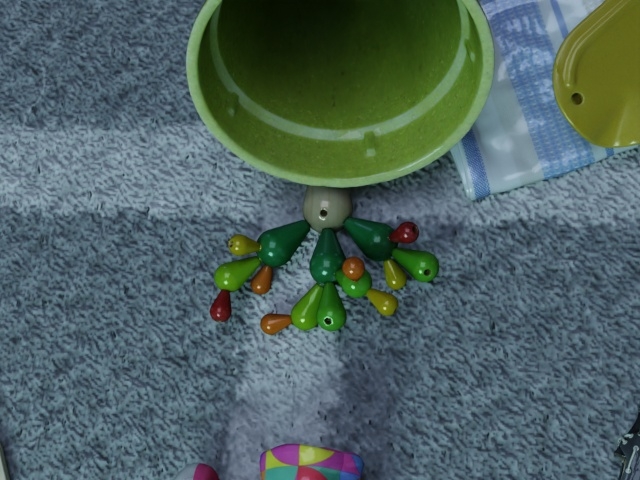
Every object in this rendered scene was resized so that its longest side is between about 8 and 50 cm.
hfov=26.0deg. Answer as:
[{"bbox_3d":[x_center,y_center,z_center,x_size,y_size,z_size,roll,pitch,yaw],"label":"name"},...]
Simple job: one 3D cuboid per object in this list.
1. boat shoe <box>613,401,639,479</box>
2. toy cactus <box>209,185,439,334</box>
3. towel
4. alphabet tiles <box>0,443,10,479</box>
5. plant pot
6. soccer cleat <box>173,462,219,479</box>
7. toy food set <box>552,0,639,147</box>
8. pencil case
[{"bbox_3d":[0.277,0.192,1.221,0.038,0.046,0.125,8,81,10],"label":"boat shoe"},{"bbox_3d":[0.000,0.000,1.331,0.218,0.112,0.181,-10,59,18],"label":"toy cactus"},{"bbox_3d":[0.243,-0.172,1.366,0.285,0.034,0.209,-18,68,6],"label":"towel"},{"bbox_3d":[-0.450,0.241,1.380,0.284,0.021,0.278,-22,68,4],"label":"alphabet tiles"},{"bbox_3d":[0.018,-0.236,1.316,0.276,0.276,0.254,-9,44,9],"label":"plant pot"},{"bbox_3d":[-0.139,0.362,1.213,0.143,0.116,0.331,-8,69,10],"label":"soccer cleat"},{"bbox_3d":[0.309,-0.181,1.311,0.218,0.071,0.128,-40,95,-2],"label":"toy food set"},{"bbox_3d":[-0.012,0.294,1.223,0.104,0.104,0.236,-1,68,12],"label":"pencil case"}]
